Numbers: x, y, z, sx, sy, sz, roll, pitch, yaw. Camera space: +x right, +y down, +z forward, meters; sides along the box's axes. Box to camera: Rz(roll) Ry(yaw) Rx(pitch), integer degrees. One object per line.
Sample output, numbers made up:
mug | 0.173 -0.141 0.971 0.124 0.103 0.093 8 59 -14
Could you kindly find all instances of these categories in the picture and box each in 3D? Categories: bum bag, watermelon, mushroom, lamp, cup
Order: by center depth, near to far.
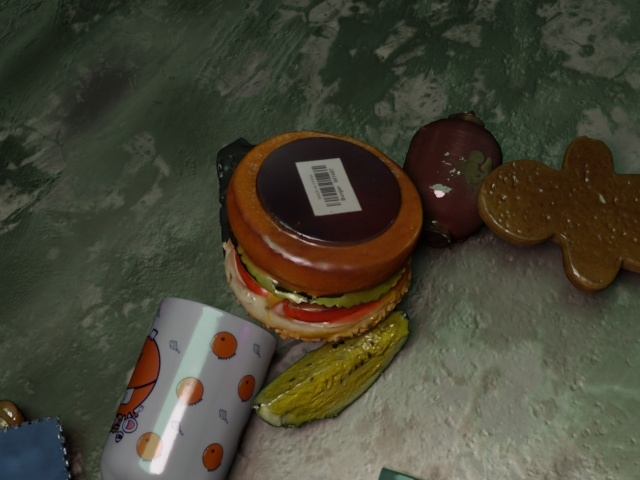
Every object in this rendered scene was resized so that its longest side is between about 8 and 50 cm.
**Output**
cup | -0.220 0.280 1.313 0.212 0.212 0.317 13 70 18
watermelon | 0.014 0.216 1.329 0.301 0.129 0.123 -30 66 -18
lamp | 0.232 -0.109 1.417 0.180 0.180 0.258 14 68 18
mushroom | -0.580 0.348 1.440 0.088 0.073 0.130 24 88 8
bum bag | -0.126 -0.067 1.524 0.142 0.080 0.326 -12 65 11

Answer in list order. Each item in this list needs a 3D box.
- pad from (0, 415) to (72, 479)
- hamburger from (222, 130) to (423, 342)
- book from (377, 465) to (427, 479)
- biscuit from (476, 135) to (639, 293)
pad | -0.548 0.459 1.376 0.269 0.012 0.269 -13 79 6
hamburger | 0.000 0.000 1.321 0.330 0.250 0.330 6 50 -7
book | 0.158 0.561 1.194 0.264 0.031 0.379 13 69 18
biscuit | 0.470 -0.038 1.335 0.432 0.064 0.283 7 65 -2
